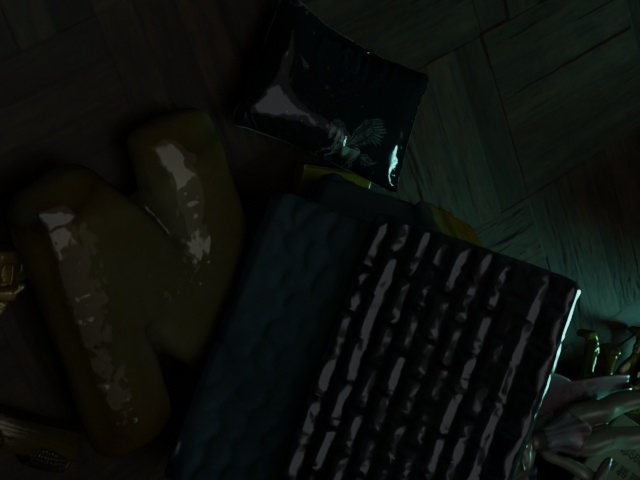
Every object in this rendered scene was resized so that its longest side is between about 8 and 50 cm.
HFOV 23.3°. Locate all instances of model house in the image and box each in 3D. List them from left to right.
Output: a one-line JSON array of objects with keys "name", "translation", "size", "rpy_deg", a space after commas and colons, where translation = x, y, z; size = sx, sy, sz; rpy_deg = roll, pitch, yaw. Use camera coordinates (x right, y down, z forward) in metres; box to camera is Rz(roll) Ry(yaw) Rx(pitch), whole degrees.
[{"name": "model house", "translation": [0.108, 0.141, 1.479], "size": [0.297, 0.339, 0.360], "rpy_deg": [28, 81, -46]}]

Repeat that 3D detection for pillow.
[{"name": "pillow", "translation": [0.016, -0.142, 1.554], "size": [0.208, 0.055, 0.141], "rpy_deg": [25, 80, -34]}]

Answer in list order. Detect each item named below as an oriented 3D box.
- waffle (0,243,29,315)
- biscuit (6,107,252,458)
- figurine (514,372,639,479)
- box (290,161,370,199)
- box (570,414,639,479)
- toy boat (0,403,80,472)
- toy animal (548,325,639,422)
[{"name": "waffle", "translation": [-0.317, 0.097, 1.429], "size": [0.125, 0.032, 0.191], "rpy_deg": [-3, 106, -35]}, {"name": "biscuit", "translation": [-0.159, 0.040, 1.476], "size": [0.237, 0.062, 0.291], "rpy_deg": [-29, 118, -32]}, {"name": "figurine", "translation": [0.273, 0.238, 1.734], "size": [0.260, 0.103, 0.205], "rpy_deg": [-14, 90, -3]}, {"name": "box", "translation": [0.000, 0.000, 1.602], "size": [0.087, 0.023, 0.155], "rpy_deg": [7, 98, -30]}, {"name": "box", "translation": [0.334, 0.347, 1.759], "size": [0.256, 0.164, 0.069], "rpy_deg": [-50, 164, -20]}, {"name": "toy boat", "translation": [-0.291, 0.183, 1.450], "size": [0.149, 0.047, 0.049], "rpy_deg": [22, 94, -38]}, {"name": "toy animal", "translation": [0.351, 0.173, 1.844], "size": [0.181, 0.073, 0.136], "rpy_deg": [-3, 112, -44]}]
